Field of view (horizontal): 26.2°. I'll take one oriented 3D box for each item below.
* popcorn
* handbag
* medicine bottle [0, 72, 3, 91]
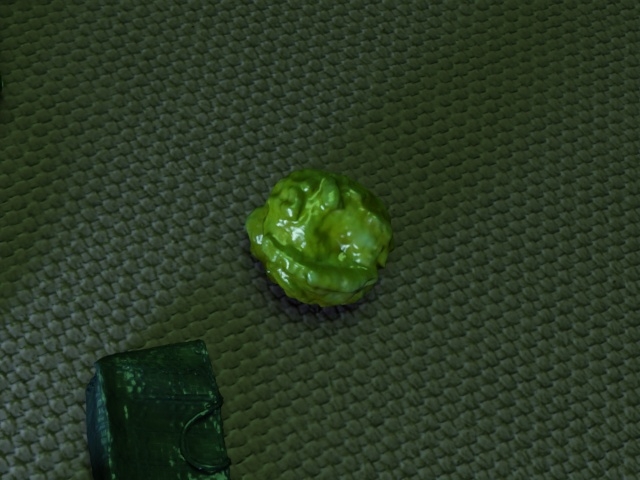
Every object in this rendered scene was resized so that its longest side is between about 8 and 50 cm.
[{"bbox_3d":[0.000,-0.002,1.844,0.197,0.155,0.197,0,91,-12],"label":"popcorn"},{"bbox_3d":[-0.197,0.243,1.699,0.175,0.089,0.270,0,58,-21],"label":"handbag"},{"bbox_3d":[-0.513,-0.277,1.928,0.124,0.124,0.239,-5,61,-15],"label":"medicine bottle"}]
